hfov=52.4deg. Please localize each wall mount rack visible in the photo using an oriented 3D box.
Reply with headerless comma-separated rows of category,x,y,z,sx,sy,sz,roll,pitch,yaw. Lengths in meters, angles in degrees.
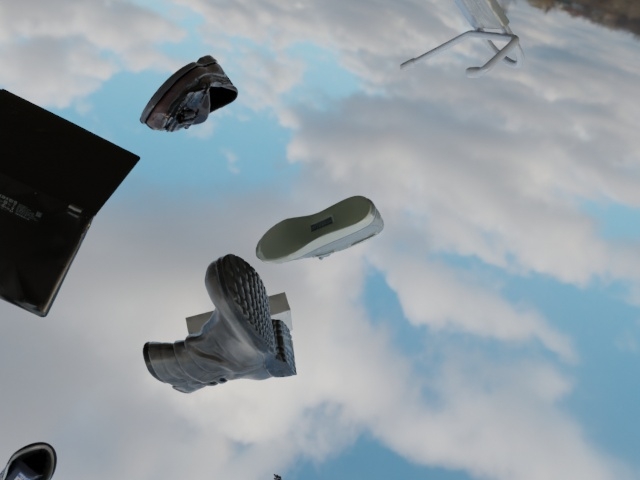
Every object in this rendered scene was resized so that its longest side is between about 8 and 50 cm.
wall mount rack,0.176,-0.394,1.089,0.350,0.130,0.304,47,-178,-24

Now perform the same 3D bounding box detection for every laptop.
laptop,-0.703,-0.101,1.525,0.382,0.408,0.236,26,-176,-7

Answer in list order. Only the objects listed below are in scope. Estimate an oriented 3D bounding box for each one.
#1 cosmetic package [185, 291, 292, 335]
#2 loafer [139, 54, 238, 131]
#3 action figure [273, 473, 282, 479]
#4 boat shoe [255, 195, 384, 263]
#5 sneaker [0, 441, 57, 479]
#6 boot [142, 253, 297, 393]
cosmetic package,-0.189,0.196,1.533,0.239,0.099,0.060,-14,-124,-10
loafer,-0.219,-0.255,1.159,0.095,0.109,0.302,38,-153,-10
action figure,-0.167,0.557,1.213,0.275,0.141,0.164,-38,-142,-10
boat shoe,0.000,-0.001,1.083,0.081,0.227,0.079,44,-146,-45
sneaker,-0.638,0.528,1.307,0.099,0.153,0.282,38,-125,-8
boot,-0.177,0.157,1.008,0.222,0.338,0.118,-12,-128,5
